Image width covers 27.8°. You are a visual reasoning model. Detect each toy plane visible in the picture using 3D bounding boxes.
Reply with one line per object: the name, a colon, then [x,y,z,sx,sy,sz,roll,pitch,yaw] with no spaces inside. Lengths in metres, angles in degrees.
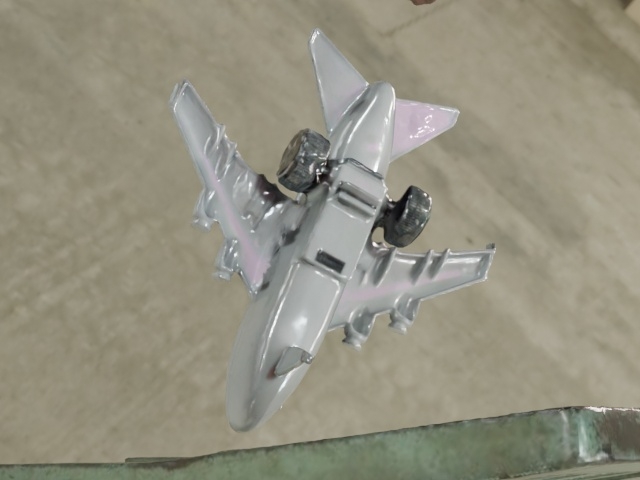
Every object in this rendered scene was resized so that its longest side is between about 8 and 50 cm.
toy plane: [0.000,0.000,0.543,0.162,0.065,0.171,28,64,-17]

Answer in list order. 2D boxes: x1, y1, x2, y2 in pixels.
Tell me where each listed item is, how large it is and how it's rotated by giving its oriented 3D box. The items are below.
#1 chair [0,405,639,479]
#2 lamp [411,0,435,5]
chair: [-0.006,0.136,0.424,0.136,0.270,0.147,12,73,-54]
lamp: [0.070,-0.262,0.757,0.215,0.223,0.151,12,61,-40]
